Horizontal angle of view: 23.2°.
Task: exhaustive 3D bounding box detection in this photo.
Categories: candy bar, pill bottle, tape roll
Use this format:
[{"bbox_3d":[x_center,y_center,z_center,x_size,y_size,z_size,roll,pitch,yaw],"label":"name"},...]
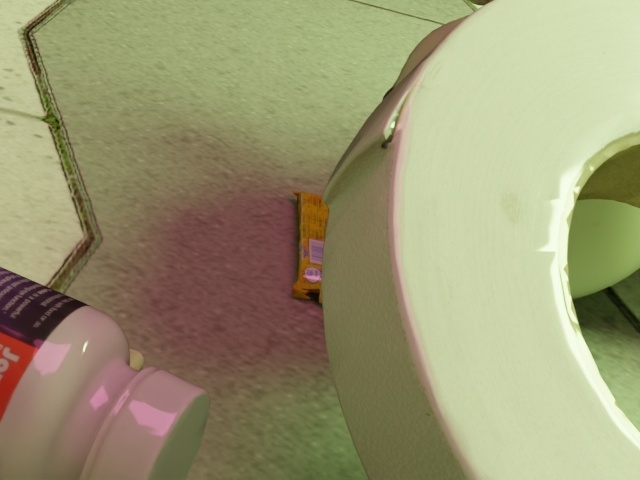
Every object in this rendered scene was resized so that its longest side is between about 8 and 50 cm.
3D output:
[{"bbox_3d":[0.000,0.000,1.048,0.040,0.018,0.161,11,26,-6],"label":"candy bar"},{"bbox_3d":[-0.153,0.066,0.699,0.193,0.108,0.108,22,25,10],"label":"pill bottle"},{"bbox_3d":[0.182,0.049,0.768,0.392,0.072,0.392,14,58,-23],"label":"tape roll"}]

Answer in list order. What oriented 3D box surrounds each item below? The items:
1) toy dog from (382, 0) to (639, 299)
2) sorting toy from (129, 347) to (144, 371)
[{"bbox_3d":[0.226,-0.062,1.074,0.408,0.284,0.395,-8,45,-35],"label":"toy dog"},{"bbox_3d":[-0.134,0.067,0.825,0.062,0.012,0.083,21,24,7],"label":"sorting toy"}]
